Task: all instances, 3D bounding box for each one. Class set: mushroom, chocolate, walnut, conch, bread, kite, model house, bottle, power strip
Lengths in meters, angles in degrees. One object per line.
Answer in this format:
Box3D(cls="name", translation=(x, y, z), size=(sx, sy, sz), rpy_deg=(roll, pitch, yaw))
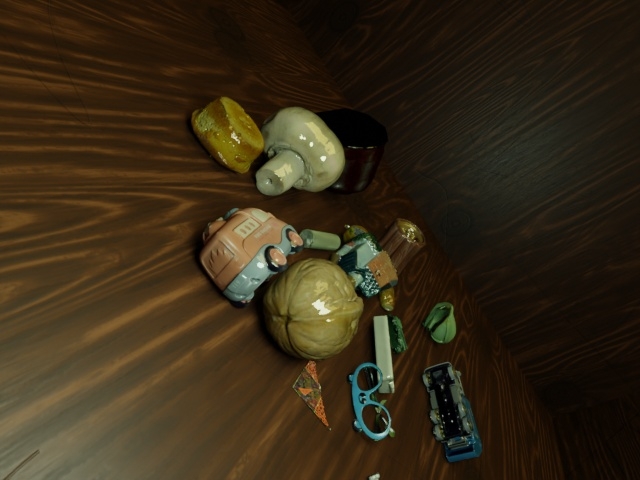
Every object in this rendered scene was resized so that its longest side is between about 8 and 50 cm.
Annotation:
Box3D(cls="mushroom", translation=(-0.074, -0.333, 1.568), size=(0.353, 0.325, 0.353), rpy_deg=(-10, 90, -78))
Box3D(cls="chocolate", translation=(0.115, -0.400, 1.966), size=(0.383, 0.331, 0.384), rpy_deg=(7, 45, -7))
Box3D(cls="walnut", translation=(-0.015, 0.191, 1.153), size=(0.277, 0.252, 0.313), rpy_deg=(59, 26, 10))
Box3D(cls="conch", translation=(0.601, 0.412, 2.064), size=(0.137, 0.143, 0.250), rpy_deg=(-47, 132, -21))
Box3D(cls="bread", translation=(-0.307, -0.362, 1.406), size=(0.268, 0.145, 0.268), rpy_deg=(45, 25, -29))
Box3D(cls="kite", translation=(-0.036, 0.413, 1.142), size=(0.125, 0.008, 0.222), rpy_deg=(28, 38, -45))
Box3D(cls="model house", translation=(0.145, 0.128, 1.636), size=(0.291, 0.184, 0.253), rpy_deg=(-29, 93, -51))
Box3D(cls="bottle", translation=(0.000, 0.000, 1.606), size=(0.201, 0.072, 0.072), rpy_deg=(9, 53, -58))
Box3D(cls="power strip", translation=(0.231, 0.407, 1.516), size=(0.338, 0.058, 0.098), rpy_deg=(-84, 167, -53))

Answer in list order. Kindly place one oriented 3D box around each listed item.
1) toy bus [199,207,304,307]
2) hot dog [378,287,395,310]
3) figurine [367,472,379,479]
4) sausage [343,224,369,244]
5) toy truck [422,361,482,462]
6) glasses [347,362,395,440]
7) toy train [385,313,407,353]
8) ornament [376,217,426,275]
Box3D(cls="toy bus", translation=(-0.202, 0.025, 1.118), size=(0.232, 0.194, 0.288), rpy_deg=(41, 28, -3))
Box3D(cls="hot dog", translation=(0.303, 0.201, 1.911), size=(0.083, 0.068, 0.289), rpy_deg=(32, 35, -28))
Box3D(cls="figurine", translation=(0.159, 0.696, 1.114), size=(0.060, 0.047, 0.106), rpy_deg=(34, 30, -55))
Box3D(cls="sausage", translation=(0.215, 0.066, 1.828), size=(0.347, 0.123, 0.123), rpy_deg=(55, 25, 9))
Box3D(cls="toy truck", translation=(0.533, 0.695, 1.660), size=(0.175, 0.146, 0.367), rpy_deg=(46, 30, -38))
Box3D(cls="glasses", translation=(0.192, 0.521, 1.305), size=(0.207, 0.102, 0.239), rpy_deg=(35, 33, -37))
Box3D(cls="toy train", translation=(0.311, 0.392, 1.706), size=(0.111, 0.071, 0.170), rpy_deg=(40, 29, -45))
Box3D(cls="ornament", translation=(0.366, 0.032, 1.921), size=(0.221, 0.217, 0.235), rpy_deg=(24, 35, -20))
